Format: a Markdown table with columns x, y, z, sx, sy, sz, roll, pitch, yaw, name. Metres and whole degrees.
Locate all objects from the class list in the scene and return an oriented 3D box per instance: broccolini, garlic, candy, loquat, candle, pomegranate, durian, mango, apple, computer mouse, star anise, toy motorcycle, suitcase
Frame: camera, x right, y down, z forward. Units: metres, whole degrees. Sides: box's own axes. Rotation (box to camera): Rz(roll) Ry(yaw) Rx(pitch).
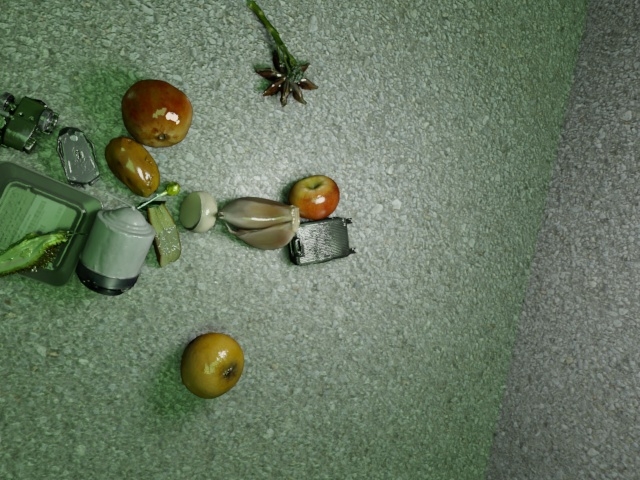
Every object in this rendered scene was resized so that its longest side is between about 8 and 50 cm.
| x | y | z | sx | sy | sz | roll | pitch | yaw | name |
| --- | --- | --- | --- | --- | --- | --- | --- | --- | --- |
| -0.198 | -0.832 | 1.862 | 0.074 | 0.079 | 0.392 | -34 | 85 | -11 | broccolini |
| -0.277 | -0.059 | 1.848 | 0.339 | 0.246 | 0.232 | -5 | 112 | -28 | garlic |
| -0.641 | -0.174 | 1.748 | 0.058 | 0.062 | 0.194 | 38 | 54 | 20 | candy |
| -0.442 | 0.511 | 1.810 | 0.262 | 0.263 | 0.263 | -2 | 95 | -23 | loquat |
| -0.737 | 0.014 | 1.618 | 0.221 | 0.221 | 0.343 | 23 | 105 | -23 | candle |
| -0.613 | -0.491 | 1.670 | 0.251 | 0.229 | 0.271 | -4 | 64 | -15 | pomegranate |
| -0.994 | 0.047 | 1.516 | 0.375 | 0.106 | 0.132 | -32 | 105 | -16 | durian |
| -0.721 | -0.279 | 1.692 | 0.155 | 0.151 | 0.249 | -23 | 112 | 12 | mango |
| -0.027 | -0.184 | 1.960 | 0.234 | 0.210 | 0.173 | -12 | 130 | -11 | apple |
| -0.903 | -0.306 | 1.641 | 0.126 | 0.071 | 0.231 | -24 | 114 | -34 | computer mouse |
| -0.145 | -0.705 | 1.923 | 0.288 | 0.088 | 0.288 | 3 | 81 | -19 | star anise |
| -1.063 | -0.390 | 1.541 | 0.205 | 0.127 | 0.275 | 24 | 78 | -24 | toy motorcycle |
| 0.000 | 0.000 | 2.021 | 0.312 | 0.128 | 0.202 | -11 | 99 | -22 | suitcase |

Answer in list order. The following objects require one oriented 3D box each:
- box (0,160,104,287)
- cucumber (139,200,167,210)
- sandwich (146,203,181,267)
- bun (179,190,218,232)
| x | y | z | sx | sy | sz | roll | pitch | yaw | name |
| --- | --- | --- | --- | --- | --- | --- | --- | --- | --- |
| -1.033 | -0.054 | 1.594 | 0.373 | 0.090 | 0.367 | 25 | 85 | -24 | box |
| -0.669 | -0.136 | 1.767 | 0.105 | 0.048 | 0.048 | -2 | 95 | -19 | cucumber |
| -0.619 | -0.010 | 1.754 | 0.094 | 0.096 | 0.258 | -22 | 117 | -32 | sandwich |
| -0.479 | -0.112 | 1.791 | 0.119 | 0.172 | 0.173 | 13 | 89 | -48 | bun |
